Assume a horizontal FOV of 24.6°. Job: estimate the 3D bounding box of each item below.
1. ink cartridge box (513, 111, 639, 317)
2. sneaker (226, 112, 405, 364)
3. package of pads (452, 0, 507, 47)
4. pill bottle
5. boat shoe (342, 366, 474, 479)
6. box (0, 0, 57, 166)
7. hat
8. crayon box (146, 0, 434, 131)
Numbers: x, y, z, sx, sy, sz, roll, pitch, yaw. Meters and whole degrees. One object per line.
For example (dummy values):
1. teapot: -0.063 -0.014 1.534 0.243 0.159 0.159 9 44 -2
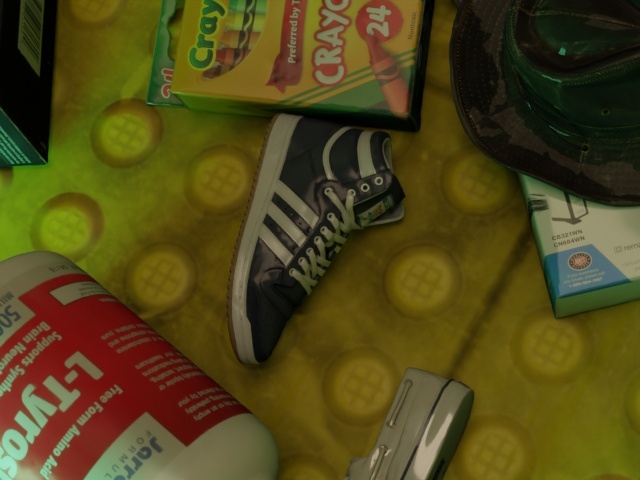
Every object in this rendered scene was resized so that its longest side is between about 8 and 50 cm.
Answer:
1. ink cartridge box: 0.287 -0.040 1.504 0.148 0.086 0.203 -14 70 5
2. sneaker: 0.000 0.000 1.536 0.153 0.099 0.282 6 69 14
3. package of pads: 0.307 -0.275 1.573 0.296 0.101 0.229 -29 69 0
4. pill bottle: -0.191 0.211 1.427 0.407 0.229 0.229 37 81 20
5. boat shoe: 0.063 0.245 1.451 0.084 0.095 0.258 22 66 21
6. box: -0.464 -0.240 1.657 0.294 0.183 0.296 -3 69 8
7. hat: 0.282 -0.198 1.427 0.331 0.134 0.331 -3 76 11
8. crayon box: -0.039 -0.237 1.620 0.318 0.081 0.202 6 82 13
